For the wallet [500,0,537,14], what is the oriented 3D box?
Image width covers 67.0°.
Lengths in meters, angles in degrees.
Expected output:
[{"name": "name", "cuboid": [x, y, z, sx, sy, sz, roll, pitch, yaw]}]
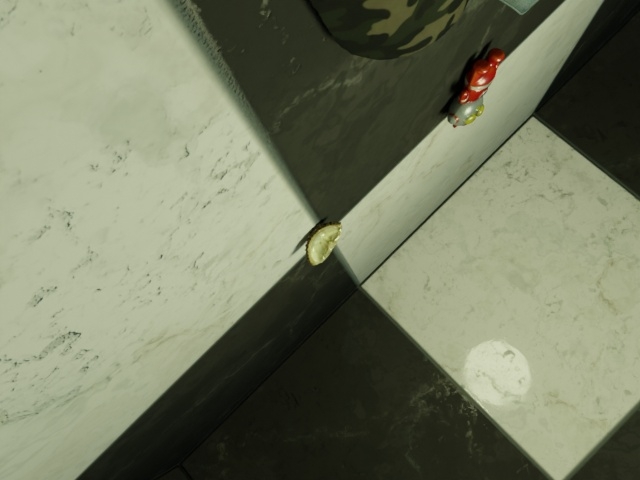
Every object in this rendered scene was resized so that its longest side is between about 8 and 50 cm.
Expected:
[{"name": "wallet", "cuboid": [0.402, -0.489, 0.872, 0.167, 0.036, 0.222, -35, 174, 36]}]

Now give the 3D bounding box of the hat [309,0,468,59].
[{"name": "hat", "cuboid": [0.131, -0.288, 0.447, 0.366, 0.257, 0.382, -45, 147, 11]}]

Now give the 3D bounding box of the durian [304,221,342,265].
[{"name": "durian", "cuboid": [0.000, 0.001, 1.165, 0.130, 0.066, 0.052, -56, 165, 6]}]

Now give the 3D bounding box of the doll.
[{"name": "doll", "cuboid": [0.370, -0.355, 1.187, 0.142, 0.076, 0.245, -39, 161, -21]}]
